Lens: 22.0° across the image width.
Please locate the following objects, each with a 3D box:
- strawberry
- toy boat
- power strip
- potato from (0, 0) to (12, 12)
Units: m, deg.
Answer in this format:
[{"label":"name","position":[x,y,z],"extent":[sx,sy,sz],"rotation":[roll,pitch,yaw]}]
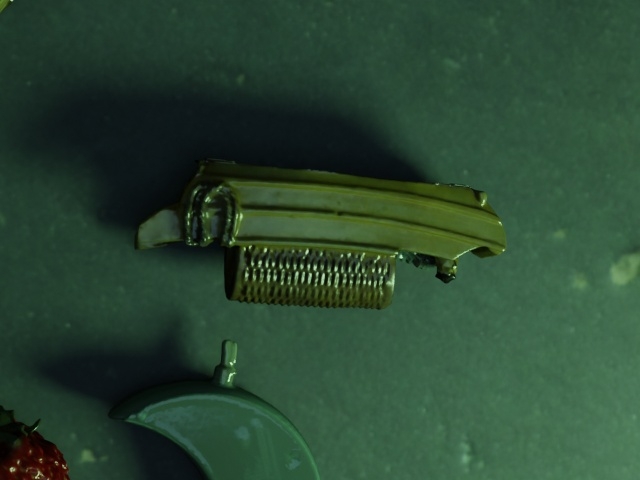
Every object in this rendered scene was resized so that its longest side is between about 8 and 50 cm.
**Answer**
[{"label":"strawberry","position":[-0.256,0.211,1.322],"extent":[0.131,0.131,0.148],"rotation":[-12,116,-11]},{"label":"toy boat","position":[0.000,0.000,1.370],"extent":[0.310,0.089,0.115],"rotation":[6,86,-13]},{"label":"power strip","position":[-0.083,0.211,1.396],"extent":[0.167,0.054,0.253],"rotation":[-11,99,-14]},{"label":"potato","position":[-0.310,-0.266,1.210],"extent":[0.242,0.242,0.285],"rotation":[35,91,-14]}]
